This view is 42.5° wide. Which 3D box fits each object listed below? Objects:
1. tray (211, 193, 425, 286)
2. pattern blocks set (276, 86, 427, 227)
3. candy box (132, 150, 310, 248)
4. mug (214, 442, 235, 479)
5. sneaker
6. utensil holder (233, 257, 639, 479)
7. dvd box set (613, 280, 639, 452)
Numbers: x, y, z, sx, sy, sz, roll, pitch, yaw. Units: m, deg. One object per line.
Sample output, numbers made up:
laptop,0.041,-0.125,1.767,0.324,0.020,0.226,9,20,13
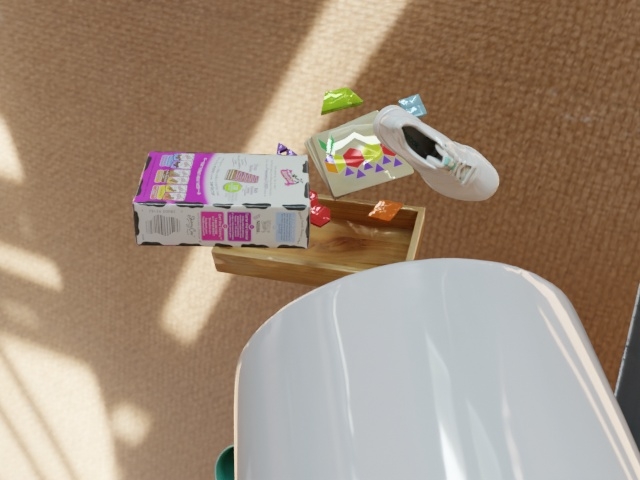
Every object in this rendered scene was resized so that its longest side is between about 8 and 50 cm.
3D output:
tray,0.000,0.000,1.736,0.411,0.203,0.076,9,139,13
pattern blocks set,0.074,-0.164,1.603,0.324,0.026,0.285,-10,76,-9
candy box,-0.132,-0.059,1.150,0.233,0.159,0.071,1,122,-2
mug,-0.125,0.458,1.604,0.129,0.097,0.158,-4,94,23
sneaker,0.171,-0.110,1.146,0.212,0.094,0.080,28,97,-21
utensil holder,0.100,0.253,0.594,0.327,0.385,0.328,-5,140,-4
dvd box set,0.495,0.204,1.197,0.062,0.420,0.308,11,79,29
